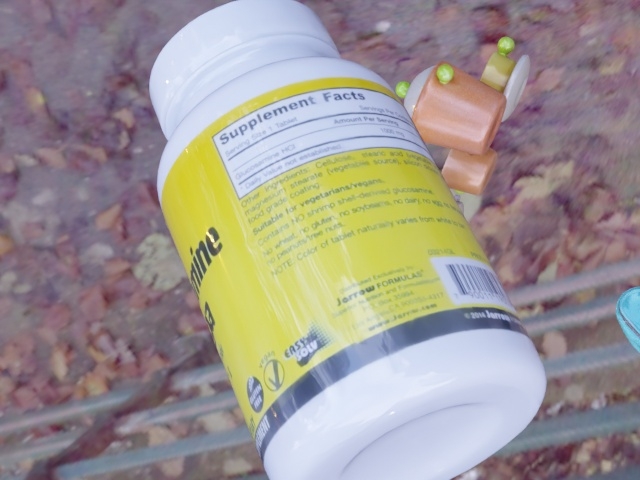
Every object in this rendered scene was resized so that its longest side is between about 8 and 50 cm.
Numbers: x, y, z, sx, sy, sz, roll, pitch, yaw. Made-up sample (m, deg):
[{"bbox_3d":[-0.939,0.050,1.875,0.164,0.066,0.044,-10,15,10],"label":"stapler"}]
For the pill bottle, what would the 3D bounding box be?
[{"bbox_3d":[0.000,0.000,0.865,0.188,0.188,0.334,-39,58,23],"label":"pill bottle"}]

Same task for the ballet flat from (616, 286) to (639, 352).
[{"bbox_3d":[0.484,0.165,1.677,0.083,0.087,0.247,-38,63,8],"label":"ballet flat"}]

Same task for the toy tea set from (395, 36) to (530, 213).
[{"bbox_3d":[0.135,-0.089,1.535,0.124,0.200,0.336,24,115,12],"label":"toy tea set"}]
